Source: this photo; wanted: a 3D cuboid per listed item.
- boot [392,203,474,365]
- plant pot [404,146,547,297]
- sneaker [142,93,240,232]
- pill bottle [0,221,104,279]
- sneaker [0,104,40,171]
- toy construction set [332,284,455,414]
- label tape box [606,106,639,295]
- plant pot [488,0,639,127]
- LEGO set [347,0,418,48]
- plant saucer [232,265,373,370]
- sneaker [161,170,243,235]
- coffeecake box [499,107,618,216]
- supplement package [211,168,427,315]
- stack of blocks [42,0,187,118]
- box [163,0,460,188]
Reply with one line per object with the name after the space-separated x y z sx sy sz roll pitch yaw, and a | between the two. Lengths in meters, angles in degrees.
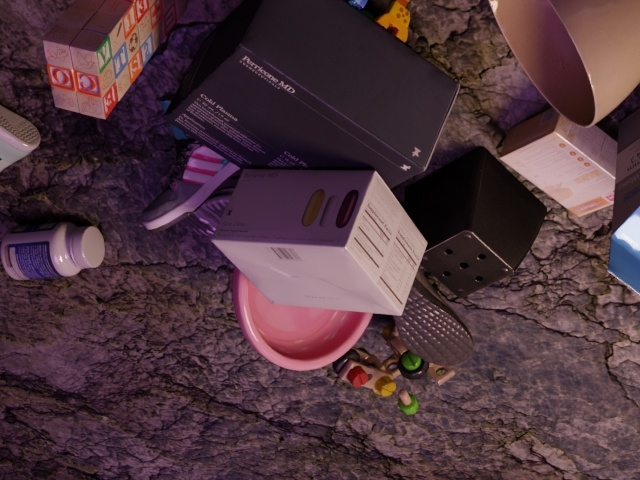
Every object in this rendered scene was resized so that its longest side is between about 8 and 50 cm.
0.169 0.056 2.165 0.118 0.222 0.338 -24 126 26 | boot
0.262 -0.015 2.094 0.187 0.167 0.188 40 132 -25 | plant pot
-0.230 -0.163 2.066 0.295 0.124 0.178 -41 109 0 | sneaker
-0.536 0.020 2.417 0.187 0.112 0.112 -4 134 22 | pill bottle
-0.663 -0.214 2.218 0.256 0.094 0.151 38 128 -25 | sneaker
0.122 0.214 2.368 0.309 0.257 0.237 17 155 31 | toy construction set
0.569 -0.035 1.852 0.241 0.333 0.106 34 135 -19 | label tape box
0.383 -0.327 1.685 0.191 0.284 0.284 -31 128 -3 | plant pot
0.089 -0.373 1.841 0.227 0.093 0.087 35 166 -26 | LEGO set
-0.034 0.067 2.188 0.084 0.332 0.332 9 146 50 | plant saucer
-0.191 -0.082 2.215 0.281 0.115 0.105 -1 142 47 | sneaker
0.413 -0.130 1.973 0.185 0.068 0.142 34 151 -19 | coffeecake box
0.000 0.000 1.927 0.262 0.145 0.204 2 148 35 | supplement package
-0.306 -0.346 1.816 0.087 0.297 0.171 15 139 13 | stack of blocks
-0.018 -0.220 1.899 0.343 0.179 0.312 33 153 -18 | box
